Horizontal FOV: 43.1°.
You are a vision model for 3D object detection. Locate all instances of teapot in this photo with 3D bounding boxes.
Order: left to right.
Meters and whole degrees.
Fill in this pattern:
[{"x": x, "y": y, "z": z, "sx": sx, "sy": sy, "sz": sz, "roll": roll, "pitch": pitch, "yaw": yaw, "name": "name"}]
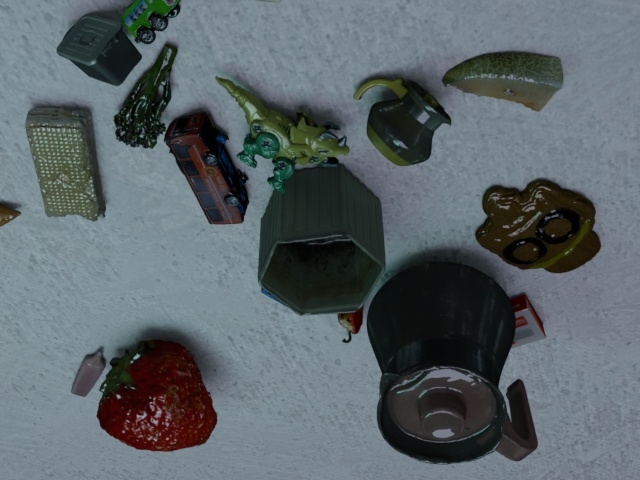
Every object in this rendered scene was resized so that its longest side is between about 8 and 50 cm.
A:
[{"x": 0.134, "y": -0.207, "z": 1.352, "sx": 0.165, "sy": 0.130, "sz": 0.119, "roll": 45, "pitch": 109, "yaw": 1, "name": "teapot"}, {"x": 0.262, "y": 0.257, "z": 1.592, "sx": 0.376, "sy": 0.361, "sz": 0.305, "roll": 35, "pitch": 121, "yaw": -13, "name": "teapot"}]

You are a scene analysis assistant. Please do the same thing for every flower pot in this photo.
[{"x": 0.000, "y": 0.000, "z": 1.502, "sx": 0.209, "sy": 0.189, "sz": 0.239, "roll": 14, "pitch": 135, "yaw": -14, "name": "flower pot"}]

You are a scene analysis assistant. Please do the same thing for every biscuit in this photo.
[{"x": -0.455, "y": -0.132, "z": 1.462, "sx": 0.108, "sy": 0.061, "sz": 0.238, "roll": 3, "pitch": 136, "yaw": -3, "name": "biscuit"}, {"x": 0.428, "y": -0.021, "z": 1.581, "sx": 0.290, "sy": 0.041, "sz": 0.208, "roll": 28, "pitch": 128, "yaw": -26, "name": "biscuit"}]

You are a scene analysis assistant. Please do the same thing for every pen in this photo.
[{"x": -0.553, "y": 0.315, "z": 1.940, "sx": 0.053, "sy": 0.032, "sz": 0.197, "roll": 21, "pitch": 134, "yaw": -19, "name": "pen"}]

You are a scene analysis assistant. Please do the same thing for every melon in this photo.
[{"x": 0.301, "y": -0.267, "z": 1.338, "sx": 0.182, "sy": 0.054, "sz": 0.098, "roll": 11, "pitch": 150, "yaw": -10, "name": "melon"}]

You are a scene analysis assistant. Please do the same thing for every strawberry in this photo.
[{"x": -0.359, "y": 0.370, "z": 1.839, "sx": 0.277, "sy": 0.257, "sz": 0.257, "roll": 39, "pitch": 124, "yaw": -19, "name": "strawberry"}]

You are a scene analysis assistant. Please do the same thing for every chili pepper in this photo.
[{"x": 0.067, "y": 0.136, "z": 1.742, "sx": 0.050, "sy": 0.059, "sz": 0.268, "roll": -27, "pitch": 140, "yaw": -27, "name": "chili pepper"}]

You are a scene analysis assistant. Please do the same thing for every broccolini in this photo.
[{"x": -0.291, "y": -0.235, "z": 1.354, "sx": 0.091, "sy": 0.068, "sz": 0.202, "roll": 28, "pitch": 131, "yaw": 0, "name": "broccolini"}]

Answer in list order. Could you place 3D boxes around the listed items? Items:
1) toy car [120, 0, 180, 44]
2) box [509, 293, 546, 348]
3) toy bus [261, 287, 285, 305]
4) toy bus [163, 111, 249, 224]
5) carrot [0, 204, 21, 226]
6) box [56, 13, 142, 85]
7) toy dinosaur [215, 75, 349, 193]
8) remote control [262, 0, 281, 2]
[{"x": -0.231, "y": -0.368, "z": 1.217, "sx": 0.062, "sy": 0.071, "sz": 0.165, "roll": 43, "pitch": 123, "yaw": -18, "name": "toy car"}, {"x": 0.371, "y": 0.202, "z": 1.800, "sx": 0.229, "sy": 0.050, "sz": 0.123, "roll": -21, "pitch": 131, "yaw": 21, "name": "box"}, {"x": -0.084, "y": 0.106, "z": 1.711, "sx": 0.083, "sy": 0.046, "sz": 0.038, "roll": 32, "pitch": 127, "yaw": -27, "name": "toy bus"}, {"x": -0.199, "y": -0.125, "z": 1.463, "sx": 0.096, "sy": 0.073, "sz": 0.235, "roll": -7, "pitch": 136, "yaw": 17, "name": "toy bus"}, {"x": -0.677, "y": -0.043, "z": 1.559, "sx": 0.205, "sy": 0.072, "sz": 0.072, "roll": -8, "pitch": 135, "yaw": 0, "name": "carrot"}, {"x": -0.340, "y": -0.293, "z": 1.259, "sx": 0.122, "sy": 0.084, "sz": 0.069, "roll": 25, "pitch": 166, "yaw": 40, "name": "box"}, {"x": -0.086, "y": -0.185, "z": 1.391, "sx": 0.259, "sy": 0.094, "sz": 0.153, "roll": 30, "pitch": 129, "yaw": -17, "name": "toy dinosaur"}, {"x": -0.077, "y": -0.450, "z": 1.143, "sx": 0.090, "sy": 0.049, "sz": 0.230, "roll": 8, "pitch": 134, "yaw": -9, "name": "remote control"}]
